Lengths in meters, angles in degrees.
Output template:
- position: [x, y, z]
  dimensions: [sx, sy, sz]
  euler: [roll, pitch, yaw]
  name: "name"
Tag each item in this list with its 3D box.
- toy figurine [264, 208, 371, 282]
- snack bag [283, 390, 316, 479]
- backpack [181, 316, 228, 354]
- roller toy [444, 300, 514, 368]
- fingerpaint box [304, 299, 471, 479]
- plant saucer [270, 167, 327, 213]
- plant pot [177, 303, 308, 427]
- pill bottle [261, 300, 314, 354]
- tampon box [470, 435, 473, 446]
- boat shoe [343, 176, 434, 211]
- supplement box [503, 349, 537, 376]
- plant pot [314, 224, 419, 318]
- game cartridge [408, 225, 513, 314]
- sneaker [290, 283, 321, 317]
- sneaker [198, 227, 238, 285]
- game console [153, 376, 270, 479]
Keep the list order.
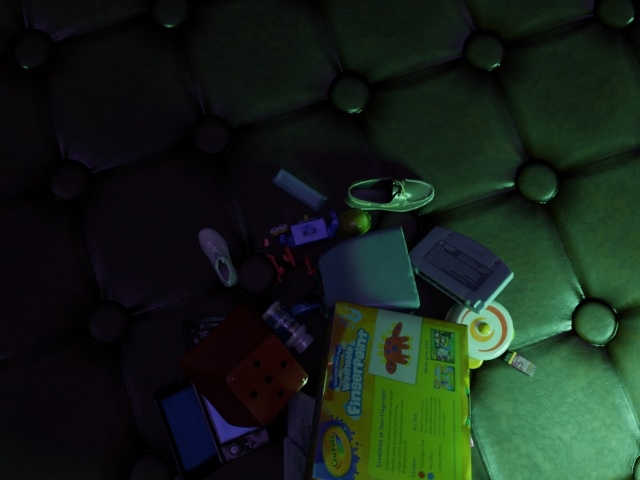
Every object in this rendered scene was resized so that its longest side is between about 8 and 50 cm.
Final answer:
- position: [0.000, 0.000, 1.629]
  dimensions: [0.363, 0.217, 0.191]
  euler: [-12, 82, -2]
  name: "toy figurine"
- position: [-0.060, 0.598, 1.491]
  dimensions: [0.037, 0.323, 0.342]
  euler: [4, 81, -16]
  name: "snack bag"
- position: [-0.330, 0.299, 1.634]
  dimensions: [0.182, 0.115, 0.151]
  euler: [-10, 94, -3]
  name: "backpack"
- position: [0.489, 0.274, 1.628]
  dimensions: [0.209, 0.146, 0.191]
  euler: [-32, 83, -4]
  name: "roller toy"
- position: [0.175, 0.411, 1.326]
  dimensions: [0.372, 0.163, 0.444]
  euler: [11, 57, -3]
  name: "fingerpaint box"
- position: [-0.072, -0.170, 1.753]
  dimensions: [0.192, 0.018, 0.067]
  euler: [34, 83, 3]
  name: "plant saucer"
- position: [-0.196, 0.373, 1.488]
  dimensions: [0.267, 0.236, 0.267]
  euler: [-42, 109, -24]
  name: "plant pot"
- position: [-0.104, 0.278, 1.649]
  dimensions: [0.169, 0.094, 0.094]
  euler: [41, 84, 5]
  name: "pill bottle"
- position: [0.381, 0.557, 1.609]
  dimensions: [0.121, 0.101, 0.160]
  euler: [-14, 82, -2]
  name: "tampon box"
- position: [0.228, -0.154, 1.715]
  dimensions: [0.305, 0.091, 0.109]
  euler: [-4, 82, -1]
  name: "boat shoe"
- position: [0.633, 0.390, 1.660]
  dimensions: [0.083, 0.055, 0.043]
  euler: [31, 84, 4]
  name: "supplement box"
- position: [0.118, 0.123, 1.544]
  dimensions: [0.253, 0.248, 0.247]
  euler: [-7, 69, -8]
  name: "plant pot"
- position: [0.435, 0.080, 1.634]
  dimensions: [0.196, 0.060, 0.294]
  euler: [-44, 57, -14]
  name: "game cartridge"
- position: [0.002, 0.169, 1.663]
  dimensions: [0.232, 0.081, 0.090]
  euler: [-18, 68, -22]
  name: "sneaker"
- position: [-0.329, 0.048, 1.680]
  dimensions: [0.080, 0.094, 0.212]
  euler: [-30, 83, -3]
  name: "sneaker"
- position: [-0.318, 0.536, 1.571]
  dimensions: [0.250, 0.173, 0.293]
  euler: [-22, 83, -3]
  name: "game console"
